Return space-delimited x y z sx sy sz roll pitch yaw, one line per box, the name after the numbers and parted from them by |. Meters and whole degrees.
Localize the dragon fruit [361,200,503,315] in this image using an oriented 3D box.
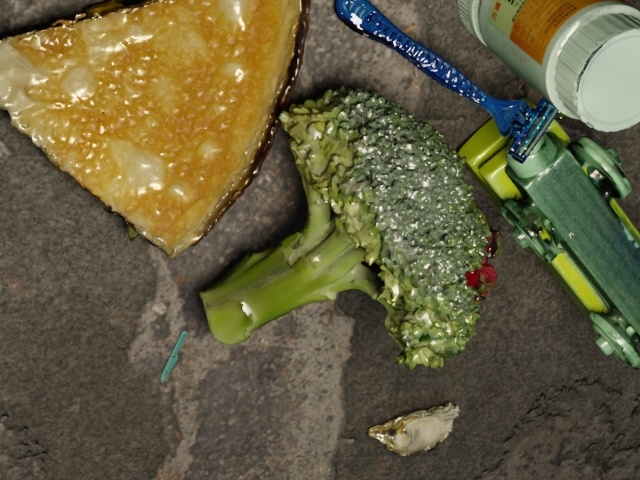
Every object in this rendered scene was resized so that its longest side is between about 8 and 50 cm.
0.134 0.003 2.036 0.273 0.218 0.198 37 61 -20 | dragon fruit

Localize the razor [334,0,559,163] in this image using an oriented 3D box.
0.156 -0.225 1.900 0.324 0.056 0.093 33 90 2 | razor

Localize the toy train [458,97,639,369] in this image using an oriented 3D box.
0.376 -0.011 2.068 0.179 0.272 0.442 -40 117 2 | toy train

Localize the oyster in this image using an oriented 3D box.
0.162 0.307 2.322 0.146 0.045 0.121 -39 125 -8 | oyster

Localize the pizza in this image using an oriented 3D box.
-0.185 -0.159 1.851 0.435 0.080 0.392 -20 126 -11 | pizza

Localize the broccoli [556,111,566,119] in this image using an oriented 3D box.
0.400 -0.231 2.048 0.162 0.138 0.146 -34 167 -16 | broccoli

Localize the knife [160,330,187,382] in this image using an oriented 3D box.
-0.212 0.169 2.087 0.014 0.005 0.091 17 112 -30 | knife

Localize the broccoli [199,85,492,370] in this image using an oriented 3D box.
0.009 -0.033 1.897 0.275 0.397 0.353 31 66 -44 | broccoli

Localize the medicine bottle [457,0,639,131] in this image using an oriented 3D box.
0.312 -0.268 1.861 0.158 0.318 0.158 -12 125 -17 | medicine bottle
